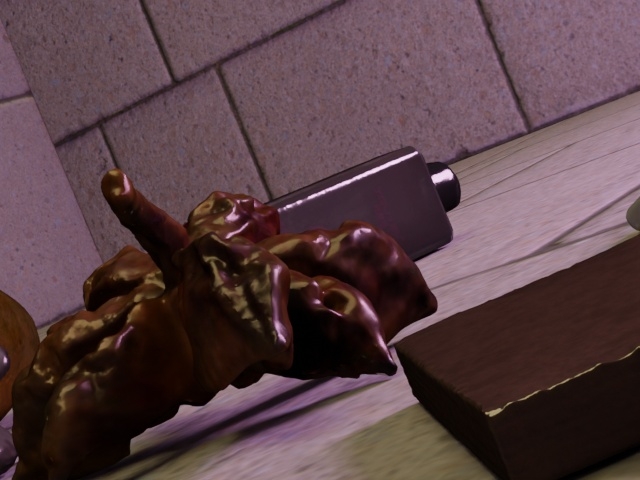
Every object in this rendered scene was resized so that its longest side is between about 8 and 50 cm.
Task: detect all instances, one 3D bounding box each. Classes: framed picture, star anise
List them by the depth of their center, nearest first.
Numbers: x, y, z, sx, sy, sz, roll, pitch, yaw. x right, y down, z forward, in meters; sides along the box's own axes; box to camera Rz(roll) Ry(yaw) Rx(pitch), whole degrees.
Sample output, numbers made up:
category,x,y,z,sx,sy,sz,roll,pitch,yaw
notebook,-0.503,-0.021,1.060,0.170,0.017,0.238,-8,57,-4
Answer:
category,x,y,z,sx,sy,sz,roll,pitch,yaw
framed picture,0.091,0.021,0.394,0.128,0.023,0.168,-23,3,-3
star anise,-0.049,0.031,0.605,0.196,0.111,0.212,-15,-10,-44

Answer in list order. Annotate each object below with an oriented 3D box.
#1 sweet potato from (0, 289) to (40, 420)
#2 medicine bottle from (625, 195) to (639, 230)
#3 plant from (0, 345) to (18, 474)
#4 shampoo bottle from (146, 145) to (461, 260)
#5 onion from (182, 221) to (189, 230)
category,x,y,z,sx,sy,sz,roll,pitch,yaw
sweet potato,-0.306,0.092,0.991,0.158,0.158,0.369,-21,-2,34
medicine bottle,0.228,-0.065,0.714,0.220,0.061,0.092,-25,-21,-47
plant,-0.295,0.103,0.729,0.274,0.146,0.149,-18,6,-14
shampoo bottle,0.000,0.000,1.003,0.246,0.080,0.079,-24,5,-33
onion,-0.110,0.023,1.440,0.107,0.097,0.107,-36,-30,-24
